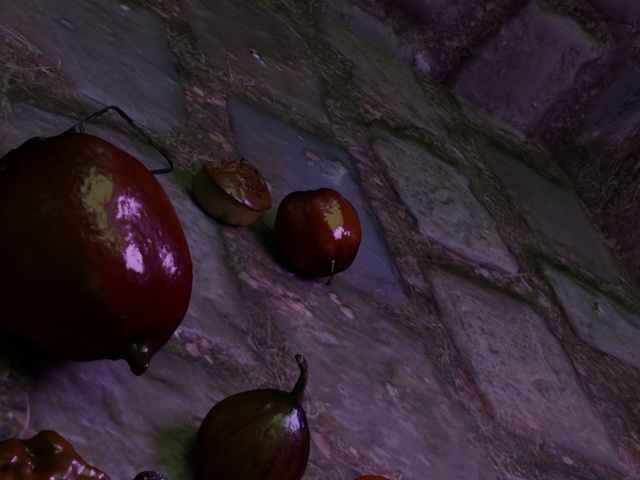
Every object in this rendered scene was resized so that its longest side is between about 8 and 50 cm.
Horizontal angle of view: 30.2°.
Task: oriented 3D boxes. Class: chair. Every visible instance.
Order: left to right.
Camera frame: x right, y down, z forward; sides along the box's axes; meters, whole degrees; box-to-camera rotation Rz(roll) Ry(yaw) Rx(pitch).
[{"bbox_3d":[-0.352,-0.094,1.767,0.145,0.140,0.221,45,25,8],"label":"chair"}]

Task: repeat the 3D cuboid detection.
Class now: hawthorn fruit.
[{"bbox_3d":[-0.305,0.009,1.511,0.311,0.295,0.295,37,24,-15],"label":"hawthorn fruit"},{"bbox_3d":[0.000,0.000,2.139,0.157,0.157,0.194,19,43,-42],"label":"hawthorn fruit"}]

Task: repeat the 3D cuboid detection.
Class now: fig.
[{"bbox_3d":[-0.075,0.259,1.571,0.148,0.202,0.149,48,-15,-21],"label":"fig"}]

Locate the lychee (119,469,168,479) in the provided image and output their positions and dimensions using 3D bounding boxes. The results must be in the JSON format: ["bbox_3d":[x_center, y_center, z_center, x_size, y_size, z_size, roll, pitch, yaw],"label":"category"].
[{"bbox_3d":[-0.181,0.276,1.243,0.083,0.068,0.067,37,60,-26],"label":"lychee"}]

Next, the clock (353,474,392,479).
[{"bbox_3d":[0.111,0.426,1.704,0.205,0.051,0.205,35,24,-18],"label":"clock"}]

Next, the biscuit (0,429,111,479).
[{"bbox_3d":[-0.253,0.359,1.184,0.312,0.110,0.318,41,21,-9],"label":"biscuit"}]

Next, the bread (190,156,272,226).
[{"bbox_3d":[-0.149,-0.085,2.123,0.125,0.086,0.156,50,26,15],"label":"bread"}]
